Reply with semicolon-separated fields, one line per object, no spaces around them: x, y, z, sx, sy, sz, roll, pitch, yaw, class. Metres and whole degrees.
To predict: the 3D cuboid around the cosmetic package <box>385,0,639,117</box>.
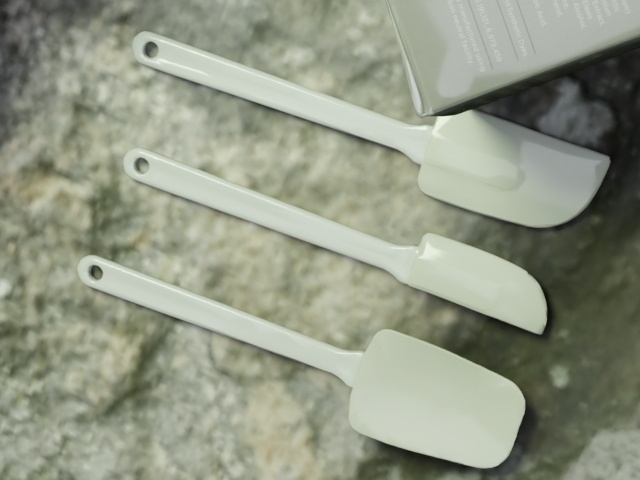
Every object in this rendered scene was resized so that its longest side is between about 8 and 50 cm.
0.147;-0.136;0.589;0.238;0.127;0.107;-16;92;17;cosmetic package

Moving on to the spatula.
0.000;0.000;0.701;0.242;0.019;0.168;19;104;9;spatula
